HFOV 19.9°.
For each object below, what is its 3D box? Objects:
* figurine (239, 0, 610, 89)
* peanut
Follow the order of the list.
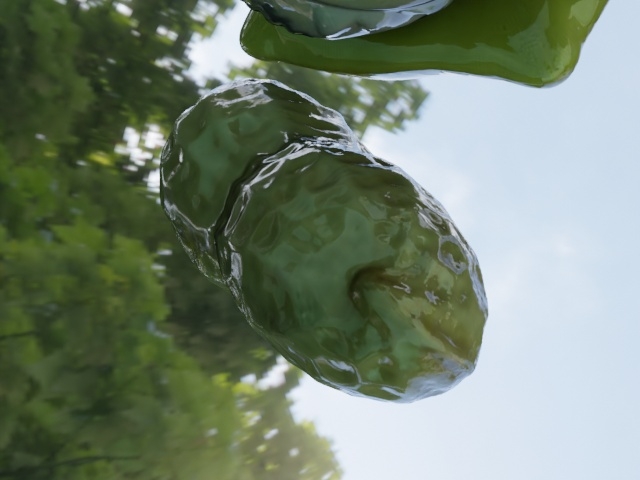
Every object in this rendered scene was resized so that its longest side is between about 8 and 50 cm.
[{"bbox_3d":[0.034,-0.314,0.981,0.266,0.378,0.361,-4,-135,28],"label":"figurine"},{"bbox_3d":[0.000,0.000,0.984,0.136,0.298,0.120,28,-82,-27],"label":"peanut"}]
